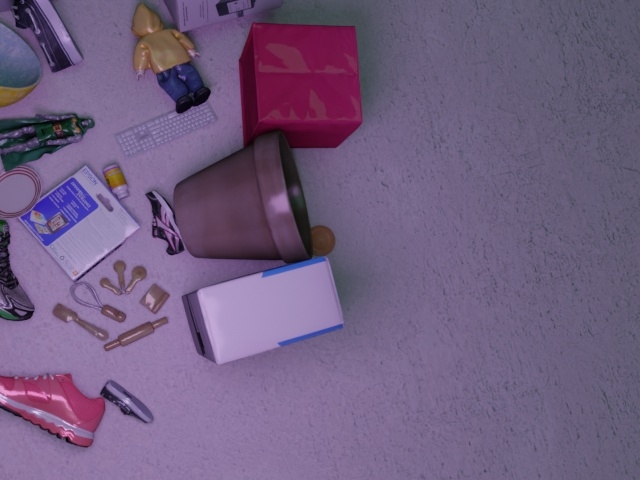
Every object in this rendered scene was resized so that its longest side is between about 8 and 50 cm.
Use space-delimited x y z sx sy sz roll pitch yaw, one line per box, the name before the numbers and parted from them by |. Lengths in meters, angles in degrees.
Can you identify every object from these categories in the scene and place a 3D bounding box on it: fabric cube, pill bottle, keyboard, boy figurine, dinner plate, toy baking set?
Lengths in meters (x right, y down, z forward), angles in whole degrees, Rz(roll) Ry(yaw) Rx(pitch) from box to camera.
fabric cube | -0.059 -0.385 1.811 0.258 0.254 0.258 -2 83 -14
pill bottle | -0.504 -0.144 1.763 0.043 0.043 0.083 -25 89 -17
keyboard | -0.395 -0.289 1.829 0.256 0.014 0.072 -27 90 -17
boy figurine | -0.401 -0.465 1.807 0.177 0.092 0.285 -33 89 -20
dinner plate | -0.728 -0.113 1.693 0.141 0.017 0.141 -2 67 5
toy baking set | -0.501 0.165 1.732 0.256 0.030 0.196 -30 88 -17

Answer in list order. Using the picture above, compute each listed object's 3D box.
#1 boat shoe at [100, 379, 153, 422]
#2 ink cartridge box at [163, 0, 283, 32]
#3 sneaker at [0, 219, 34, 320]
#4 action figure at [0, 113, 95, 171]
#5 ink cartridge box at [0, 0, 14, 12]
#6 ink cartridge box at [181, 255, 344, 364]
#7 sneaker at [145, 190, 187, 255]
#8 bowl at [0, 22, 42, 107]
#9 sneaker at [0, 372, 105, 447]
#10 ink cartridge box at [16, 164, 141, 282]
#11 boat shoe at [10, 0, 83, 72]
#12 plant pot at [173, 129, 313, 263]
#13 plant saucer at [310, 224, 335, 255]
boat shoe | -0.463 0.392 1.702 0.142 0.049 0.040 42 93 -5
ink cartridge box | -0.265 -0.679 1.831 0.289 0.121 0.211 -21 64 -17
sneaker | -0.756 0.035 1.611 0.146 0.134 0.343 -35 92 -5
action figure | -0.665 -0.261 1.730 0.232 0.063 0.137 -18 83 -20
ink cartridge box | -0.754 -0.697 1.747 0.160 0.092 0.219 -20 88 -17
ink cartridge box | -0.147 0.159 1.637 0.286 0.395 0.166 -15 89 -16
sneaker | -0.392 -0.042 1.769 0.077 0.072 0.178 -32 86 -6
bowl | -0.814 -0.394 1.639 0.289 0.289 0.156 41 117 -6
sneaker | -0.642 0.352 1.637 0.314 0.116 0.136 34 65 -15
ink cartridge box | -0.581 -0.042 1.726 0.208 0.045 0.206 -41 93 -15
boat shoe | -0.683 -0.541 1.689 0.102 0.108 0.301 -28 130 -6
plant pot | -0.190 -0.080 1.721 0.281 0.323 0.322 -13 85 7
plant saucer | 0.000 0.000 1.896 0.084 0.013 0.083 2 82 -14
